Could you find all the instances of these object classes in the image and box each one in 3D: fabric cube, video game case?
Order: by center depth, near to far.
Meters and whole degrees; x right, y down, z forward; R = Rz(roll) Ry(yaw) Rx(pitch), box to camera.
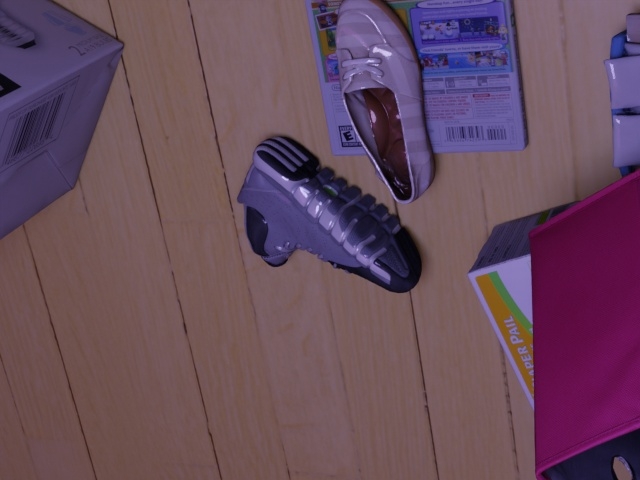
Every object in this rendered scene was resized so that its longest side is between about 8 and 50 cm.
[{"bbox_3d":[0.346,0.095,1.002,0.254,0.258,0.259,33,132,-27],"label":"fabric cube"},{"bbox_3d":[0.095,-0.181,1.213,0.212,0.023,0.193,0,115,25],"label":"video game case"}]

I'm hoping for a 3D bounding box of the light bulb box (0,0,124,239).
[{"bbox_3d":[-0.470,-0.161,1.272,0.361,0.358,0.225,31,121,6],"label":"light bulb box"}]

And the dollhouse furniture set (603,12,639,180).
[{"bbox_3d":[0.350,-0.139,0.978,0.286,0.198,0.303,9,117,36],"label":"dollhouse furniture set"}]

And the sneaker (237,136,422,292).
[{"bbox_3d":[0.000,0.000,1.319,0.228,0.086,0.132,43,129,11],"label":"sneaker"}]

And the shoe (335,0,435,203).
[{"bbox_3d":[0.064,-0.138,1.197,0.076,0.058,0.219,-9,111,28],"label":"shoe"}]

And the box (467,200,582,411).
[{"bbox_3d":[0.249,0.082,1.223,0.103,0.114,0.203,-18,108,31],"label":"box"}]
